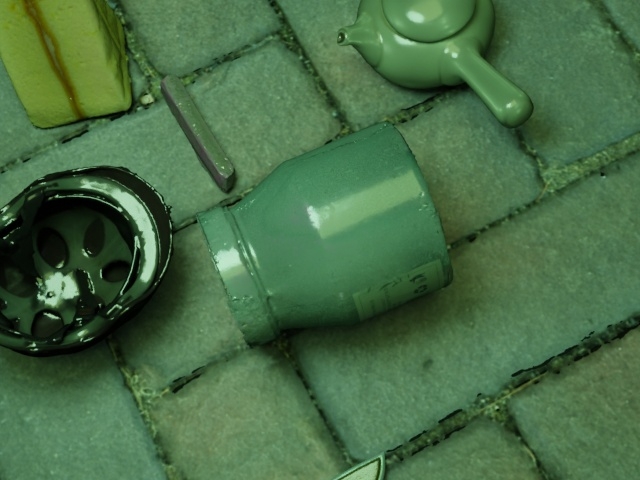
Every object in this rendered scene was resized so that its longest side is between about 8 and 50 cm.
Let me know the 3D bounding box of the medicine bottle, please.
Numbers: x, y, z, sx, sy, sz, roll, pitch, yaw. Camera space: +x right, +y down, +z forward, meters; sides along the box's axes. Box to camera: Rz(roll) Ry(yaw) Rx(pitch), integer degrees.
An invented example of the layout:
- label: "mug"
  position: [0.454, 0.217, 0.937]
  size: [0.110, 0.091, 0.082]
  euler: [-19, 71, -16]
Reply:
- label: "medicine bottle"
  position: [0.000, 0.000, 1.415]
  size: [0.290, 0.245, 0.245]
  euler: [-21, 71, -4]

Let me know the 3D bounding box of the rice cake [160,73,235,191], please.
- label: "rice cake"
  position: [-0.183, -0.162, 1.591]
  size: [0.036, 0.047, 0.206]
  euler: [-27, 72, -12]

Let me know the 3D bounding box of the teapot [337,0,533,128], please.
- label: "teapot"
  position: [0.197, -0.300, 1.554]
  size: [0.318, 0.149, 0.220]
  euler: [28, 77, 14]

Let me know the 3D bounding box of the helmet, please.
- label: "helmet"
  position: [-0.341, 0.043, 1.465]
  size: [0.305, 0.177, 0.225]
  euler: [-28, 77, -13]

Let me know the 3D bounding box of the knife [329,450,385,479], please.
- label: "knife"
  position: [-0.045, 0.393, 1.397]
  size: [0.343, 0.027, 0.061]
  euler: [-36, 68, -8]

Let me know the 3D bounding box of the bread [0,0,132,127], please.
- label: "bread"
  position: [-0.398, -0.297, 1.544]
  size: [0.168, 0.264, 0.163]
  euler: [-13, 69, 6]
